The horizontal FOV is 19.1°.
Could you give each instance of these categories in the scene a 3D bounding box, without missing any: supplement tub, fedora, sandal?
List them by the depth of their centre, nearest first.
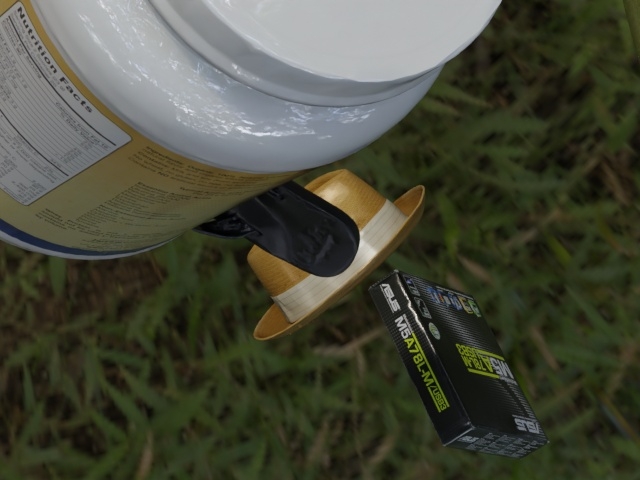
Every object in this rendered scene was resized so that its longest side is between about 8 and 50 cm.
[{"bbox_3d":[-0.069,-0.127,0.934,0.228,0.316,0.228,8,74,-29],"label":"supplement tub"},{"bbox_3d":[-0.060,-0.028,1.161,0.179,0.040,0.067,29,131,3],"label":"sandal"},{"bbox_3d":[0.000,0.000,1.605,0.194,0.194,0.079,-41,99,6],"label":"fedora"}]

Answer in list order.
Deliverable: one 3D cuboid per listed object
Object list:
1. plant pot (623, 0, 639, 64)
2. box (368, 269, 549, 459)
[{"bbox_3d":[0.339,-0.145,1.141,0.366,0.366,0.353,3,76,-14],"label":"plant pot"},{"bbox_3d":[0.142,0.129,1.930,0.045,0.184,0.190,-37,154,19],"label":"box"}]
